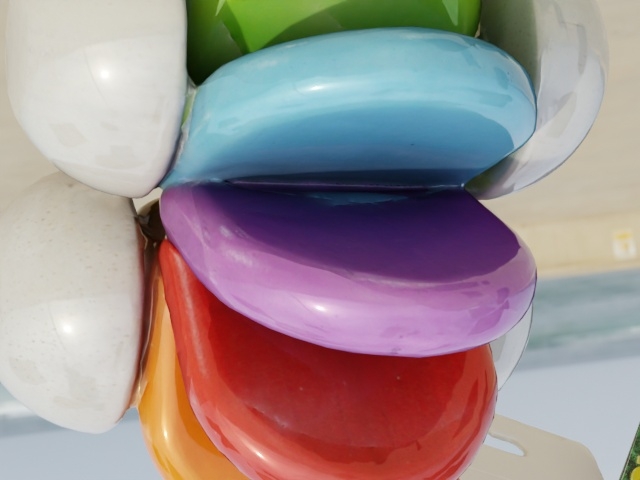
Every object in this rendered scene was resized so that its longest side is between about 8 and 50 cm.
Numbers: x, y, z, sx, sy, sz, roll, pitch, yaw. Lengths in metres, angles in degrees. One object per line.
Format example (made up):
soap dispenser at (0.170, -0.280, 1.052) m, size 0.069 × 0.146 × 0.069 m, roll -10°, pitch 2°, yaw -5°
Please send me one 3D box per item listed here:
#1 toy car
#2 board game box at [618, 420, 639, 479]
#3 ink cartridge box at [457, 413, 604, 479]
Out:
toy car at (0.000, 0.000, 0.412) m, size 0.159 × 0.182 × 0.136 m, roll 1°, pitch -149°, yaw -21°
board game box at (0.309, 0.097, 1.119) m, size 0.136 × 0.259 × 0.030 m, roll 13°, pitch 145°, yaw 23°
ink cartridge box at (0.089, 0.242, 0.920) m, size 0.207 × 0.119 × 0.353 m, roll 20°, pitch -152°, yaw -16°
